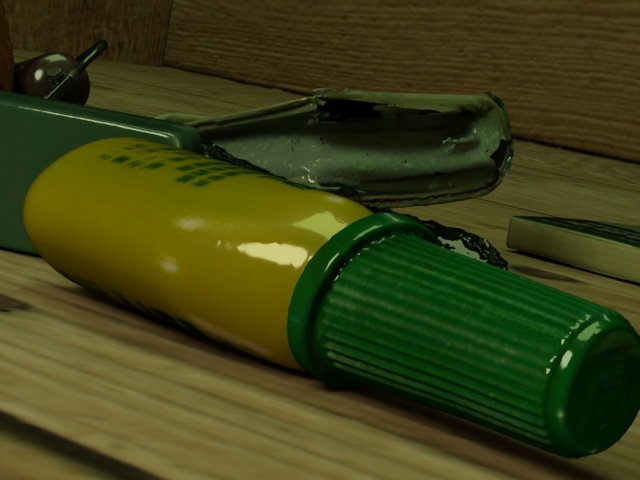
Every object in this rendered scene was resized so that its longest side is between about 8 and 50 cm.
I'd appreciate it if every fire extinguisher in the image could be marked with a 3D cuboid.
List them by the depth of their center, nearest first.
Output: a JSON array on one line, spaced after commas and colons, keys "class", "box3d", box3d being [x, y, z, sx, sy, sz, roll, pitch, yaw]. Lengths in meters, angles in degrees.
[{"class": "fire extinguisher", "box3d": [-0.180, -0.105, 1.071, 0.045, 0.078, 0.157, 48, -17, -17]}]

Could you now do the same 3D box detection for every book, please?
[{"class": "book", "box3d": [0.297, 0.016, 1.239, 0.202, 0.027, 0.264, 17, 10, 40]}]

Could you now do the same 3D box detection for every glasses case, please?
[{"class": "glasses case", "box3d": [-0.157, -0.036, 0.839, 0.184, 0.078, 0.039, 11, 11, 12]}]

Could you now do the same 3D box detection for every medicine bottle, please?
[{"class": "medicine bottle", "box3d": [-0.003, 0.016, 0.659, 0.111, 0.076, 0.309, 0, 12, -43]}]

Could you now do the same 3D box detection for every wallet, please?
[{"class": "wallet", "box3d": [-0.059, -0.057, 1.055, 0.309, 0.077, 0.223, 0, 7, 39]}]

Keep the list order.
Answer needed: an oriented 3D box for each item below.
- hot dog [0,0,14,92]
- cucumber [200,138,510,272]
[{"class": "hot dog", "box3d": [-0.270, -0.111, 0.954, 0.150, 0.153, 0.257, -18, -12, 10]}, {"class": "cucumber", "box3d": [-0.001, 0.003, 0.817, 0.067, 0.067, 0.245, 3, 15, -44]}]
